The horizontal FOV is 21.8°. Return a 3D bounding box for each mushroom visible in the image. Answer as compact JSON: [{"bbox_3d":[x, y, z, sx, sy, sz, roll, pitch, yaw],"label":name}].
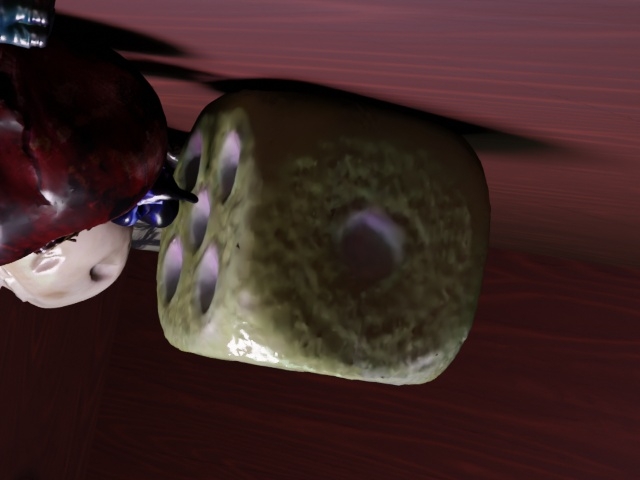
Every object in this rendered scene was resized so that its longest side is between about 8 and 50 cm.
[{"bbox_3d":[-0.412,-0.030,2.099,0.353,0.353,0.325,12,-163,-4],"label":"mushroom"}]

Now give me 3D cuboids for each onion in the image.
[{"bbox_3d":[-0.265,-0.086,1.413,0.281,0.281,0.221,11,-139,4],"label":"onion"}]

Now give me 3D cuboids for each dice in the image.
[{"bbox_3d":[0.000,0.000,1.575,0.252,0.254,0.250,11,179,-23],"label":"dice"}]

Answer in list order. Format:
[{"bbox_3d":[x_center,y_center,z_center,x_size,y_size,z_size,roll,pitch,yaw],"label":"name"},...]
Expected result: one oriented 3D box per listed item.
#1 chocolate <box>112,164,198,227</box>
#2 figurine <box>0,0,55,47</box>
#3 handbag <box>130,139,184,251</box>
[{"bbox_3d":[-0.246,-0.080,1.615,0.343,0.126,0.148,14,145,32],"label":"chocolate"},{"bbox_3d":[-0.258,-0.159,1.166,0.136,0.079,0.077,16,137,1],"label":"figurine"},{"bbox_3d":[-0.198,-0.068,2.347,0.325,0.163,0.327,9,172,-30],"label":"handbag"}]
